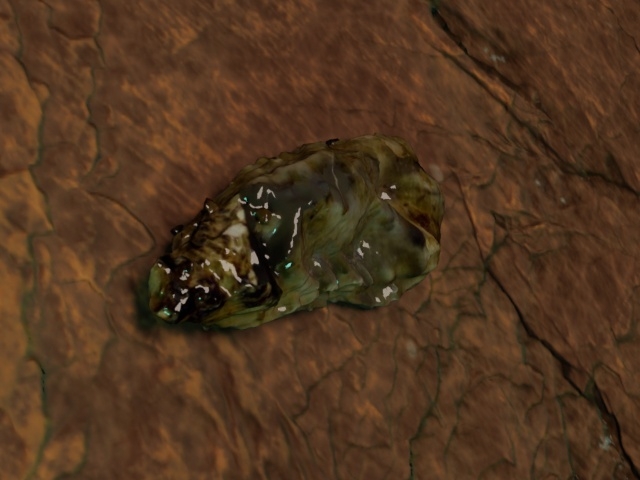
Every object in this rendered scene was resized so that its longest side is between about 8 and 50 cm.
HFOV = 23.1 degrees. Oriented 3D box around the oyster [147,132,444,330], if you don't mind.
[{"bbox_3d":[-0.001,-0.003,1.065,0.345,0.078,0.128,-22,92,-56],"label":"oyster"}]
